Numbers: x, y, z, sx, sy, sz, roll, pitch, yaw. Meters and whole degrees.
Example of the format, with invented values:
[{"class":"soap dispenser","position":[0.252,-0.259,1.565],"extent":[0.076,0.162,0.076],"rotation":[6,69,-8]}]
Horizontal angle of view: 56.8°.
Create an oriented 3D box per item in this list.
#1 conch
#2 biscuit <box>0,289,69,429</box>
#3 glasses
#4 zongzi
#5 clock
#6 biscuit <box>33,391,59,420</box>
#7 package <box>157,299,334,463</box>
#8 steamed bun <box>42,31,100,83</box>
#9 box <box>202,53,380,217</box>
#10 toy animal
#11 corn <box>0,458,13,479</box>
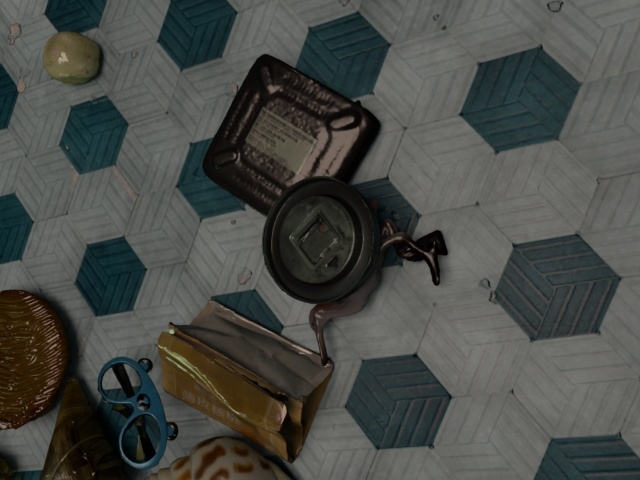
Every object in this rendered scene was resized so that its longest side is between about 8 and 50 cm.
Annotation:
[{"class":"conch","position":[-0.190,0.470,1.134],"extent":[0.275,0.149,0.182],"rotation":[5,89,21]},{"class":"biscuit","position":[-0.716,0.269,1.349],"extent":[0.318,0.040,0.318],"rotation":[-3,78,14]},{"class":"glasses","position":[-0.397,0.377,1.219],"extent":[0.239,0.102,0.207],"rotation":[57,131,27]},{"class":"zongzi","position":[-0.565,0.487,1.299],"extent":[0.286,0.134,0.288],"rotation":[-45,60,18]},{"class":"clock","position":[0.000,0.000,1.049],"extent":[0.226,0.049,0.226],"rotation":[-3,84,28]},{"class":"biscuit","position":[-0.696,0.316,1.391],"extent":[0.226,0.042,0.226],"rotation":[-2,84,21]},{"class":"package","position":[-0.167,0.272,1.127],"extent":[0.311,0.165,0.221],"rotation":[25,96,21]},{"class":"steamed bun","position":[-0.576,-0.421,1.353],"extent":[0.130,0.091,0.112],"rotation":[2,87,21]},{"class":"box","position":[-0.068,-0.186,1.157],"extent":[0.290,0.073,0.289],"rotation":[35,100,18]},{"class":"toy animal","position":[0.072,0.062,1.083],"extent":[0.324,0.090,0.195],"rotation":[-37,74,13]},{"class":"corn","position":[-0.857,0.544,1.407],"extent":[0.322,0.119,0.119],"rotation":[7,90,26]}]
